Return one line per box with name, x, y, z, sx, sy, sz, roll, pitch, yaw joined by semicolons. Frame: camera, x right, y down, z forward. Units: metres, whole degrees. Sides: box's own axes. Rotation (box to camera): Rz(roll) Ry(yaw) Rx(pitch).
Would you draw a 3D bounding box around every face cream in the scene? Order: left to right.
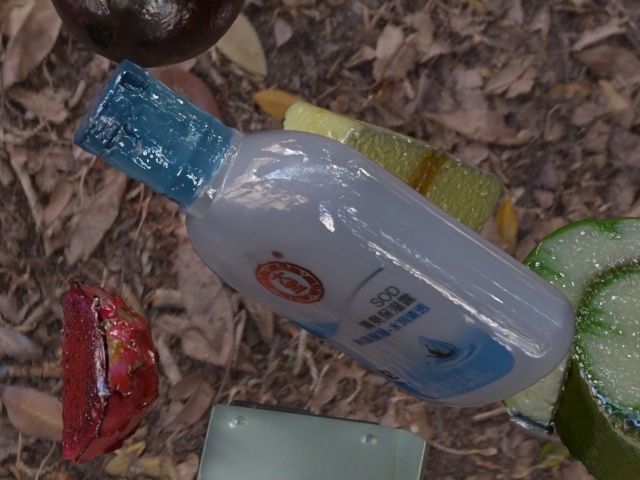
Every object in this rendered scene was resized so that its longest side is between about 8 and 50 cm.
face cream;0.000;0.000;0.662;0.337;0.163;0.080;33;56;-20

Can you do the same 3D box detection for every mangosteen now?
mangosteen;-0.236;-0.381;1.425;0.297;0.293;0.297;-2;83;16

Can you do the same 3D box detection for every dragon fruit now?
dragon fruit;-0.296;0.181;1.450;0.163;0.189;0.261;-7;83;25

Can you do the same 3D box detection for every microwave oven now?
microwave oven;-0.026;0.450;1.466;0.333;0.394;0.247;9;40;2

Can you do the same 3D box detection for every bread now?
bread;0.083;-0.070;1.178;0.266;0.142;0.178;13;49;-43
bread;0.380;0.133;1.176;0.382;0.129;0.366;-3;48;-5

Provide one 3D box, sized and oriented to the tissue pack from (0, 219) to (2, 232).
tissue pack;-0.561;-0.011;1.484;0.169;0.082;0.120;-12;36;-7
